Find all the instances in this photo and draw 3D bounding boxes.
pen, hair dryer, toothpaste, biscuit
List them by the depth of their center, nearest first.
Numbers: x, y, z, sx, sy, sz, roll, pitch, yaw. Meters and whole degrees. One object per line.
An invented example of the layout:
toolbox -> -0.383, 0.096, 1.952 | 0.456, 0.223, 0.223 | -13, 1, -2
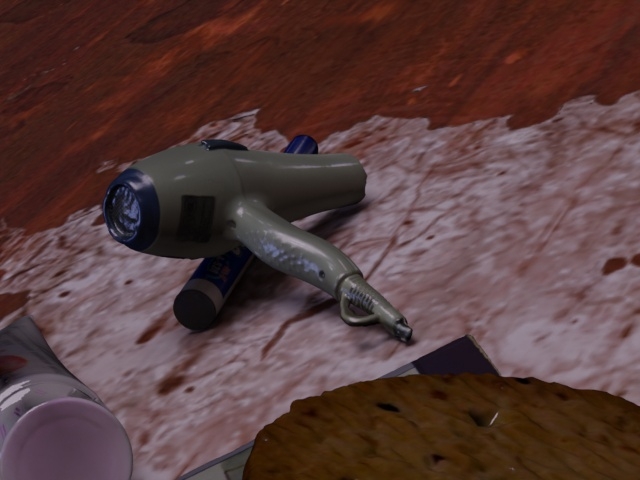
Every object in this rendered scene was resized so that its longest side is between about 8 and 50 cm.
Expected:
biscuit -> 0.065, 0.094, 0.663 | 0.187, 0.027, 0.188 | 4, 21, -2
toothpaste -> -0.162, 0.082, 0.973 | 0.100, 0.066, 0.323 | -32, 15, -14
hair dryer -> 0.005, -0.007, 1.022 | 0.199, 0.067, 0.167 | 21, 25, 29
pen -> -0.038, -0.010, 1.110 | 0.025, 0.025, 0.204 | -13, 24, 26

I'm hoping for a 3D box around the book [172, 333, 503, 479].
book -> -0.019, 0.119, 0.787 | 0.231, 0.026, 0.157 | -25, 22, -3
